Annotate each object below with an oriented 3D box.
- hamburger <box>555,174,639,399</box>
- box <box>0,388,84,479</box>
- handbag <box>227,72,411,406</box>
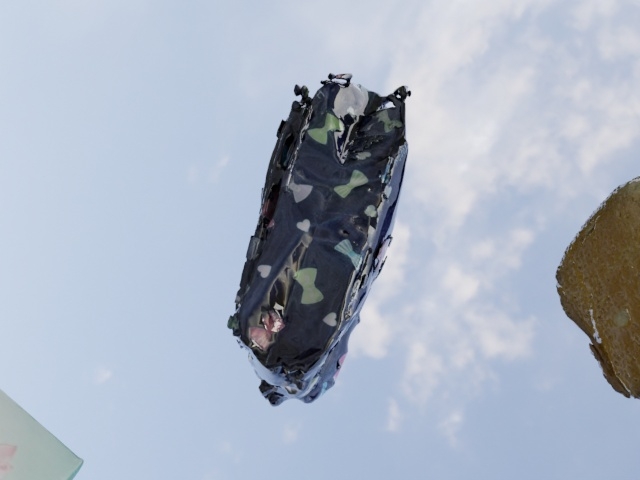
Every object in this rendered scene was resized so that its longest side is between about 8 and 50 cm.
[{"bbox_3d":[0.477,0.065,1.159,0.284,0.174,0.304,-53,-145,37],"label":"hamburger"},{"bbox_3d":[-0.220,0.127,0.309,0.092,0.153,0.245,-45,-174,25],"label":"box"},{"bbox_3d":[0.000,0.000,0.667,0.113,0.162,0.260,13,-108,9],"label":"handbag"}]
